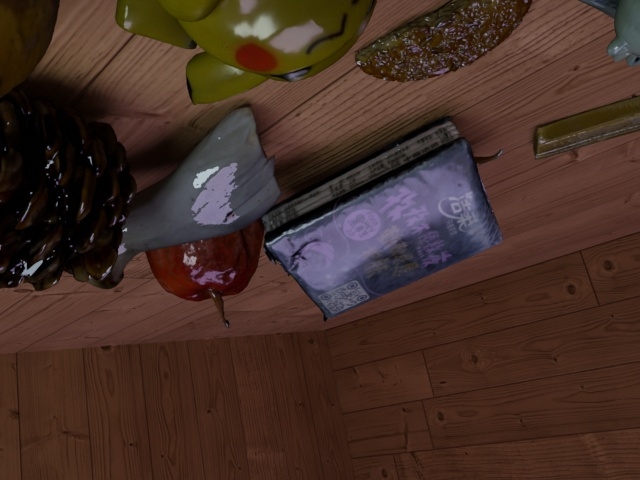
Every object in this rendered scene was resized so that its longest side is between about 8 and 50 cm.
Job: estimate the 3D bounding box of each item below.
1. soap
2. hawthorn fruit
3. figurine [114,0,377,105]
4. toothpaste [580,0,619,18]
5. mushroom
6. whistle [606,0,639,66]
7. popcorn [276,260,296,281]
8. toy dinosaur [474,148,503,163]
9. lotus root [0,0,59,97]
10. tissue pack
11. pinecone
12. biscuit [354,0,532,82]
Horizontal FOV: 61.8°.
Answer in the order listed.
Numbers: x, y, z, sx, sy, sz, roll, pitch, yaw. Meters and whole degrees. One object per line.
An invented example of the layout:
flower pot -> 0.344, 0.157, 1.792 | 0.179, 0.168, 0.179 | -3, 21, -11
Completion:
soap -> 0.513, -0.209, 0.964 | 0.252, 0.037, 0.092 | -15, 163, 12
hawthorn fruit -> -0.193, 0.033, 0.912 | 0.207, 0.243, 0.207 | -13, 166, -3
figurine -> -0.063, -0.198, 0.341 | 0.218, 0.169, 0.327 | -39, 152, 9
toothpaste -> 0.298, -0.275, 0.563 | 0.268, 0.047, 0.069 | -3, 129, -34
mushroom -> -0.205, -0.051, 0.751 | 0.329, 0.122, 0.159 | -28, 122, 4
whistle -> 0.350, -0.262, 0.491 | 0.101, 0.106, 0.253 | -47, 158, -26
popcorn -> -0.005, -0.002, 1.115 | 0.195, 0.173, 0.168 | -35, -154, -8
toy dinosaur -> 0.222, -0.138, 1.004 | 0.142, 0.057, 0.212 | 14, 145, -15
lotus root -> -0.260, -0.164, 0.311 | 0.199, 0.180, 0.188 | -10, 168, -9
tissue pack -> 0.110, -0.020, 0.921 | 0.361, 0.122, 0.259 | -27, 133, 10
pinecone -> -0.324, -0.054, 0.573 | 0.224, 0.224, 0.272 | -18, 159, 22
biscuit -> 0.152, -0.234, 0.635 | 0.206, 0.025, 0.126 | -19, 163, 24
